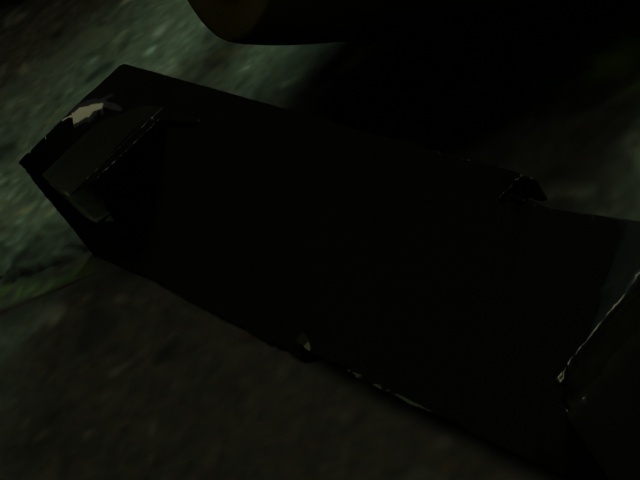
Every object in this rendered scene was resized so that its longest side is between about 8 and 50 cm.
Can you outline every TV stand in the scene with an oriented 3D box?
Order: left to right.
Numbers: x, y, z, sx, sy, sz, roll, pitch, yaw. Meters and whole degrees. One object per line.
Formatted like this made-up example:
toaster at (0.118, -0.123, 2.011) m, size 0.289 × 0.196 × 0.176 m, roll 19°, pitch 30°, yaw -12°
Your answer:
TV stand at (0.000, 0.000, 0.443) m, size 0.049 × 0.040 × 0.256 m, roll -45°, pitch 31°, yaw -15°

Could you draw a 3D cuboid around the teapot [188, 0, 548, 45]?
teapot at (0.039, -0.152, 0.507) m, size 0.175 × 0.185 × 0.268 m, roll -8°, pitch -6°, yaw -16°
